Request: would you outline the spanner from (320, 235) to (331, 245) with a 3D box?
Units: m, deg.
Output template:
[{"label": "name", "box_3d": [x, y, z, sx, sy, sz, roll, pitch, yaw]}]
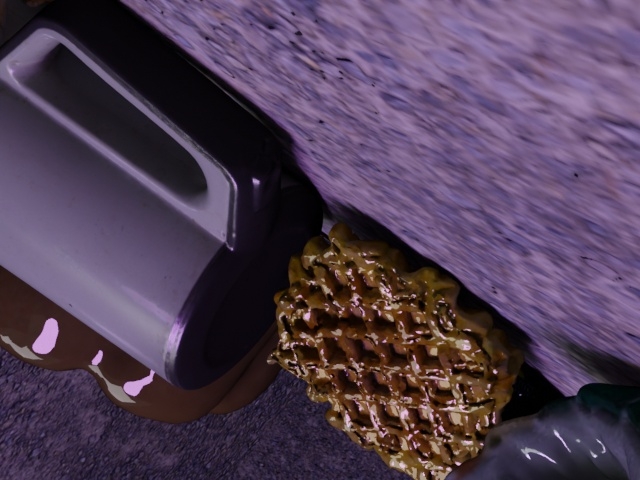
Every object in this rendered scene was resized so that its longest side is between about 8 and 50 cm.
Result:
[{"label": "spanner", "box_3d": [0.000, 0.000, 1.151, 0.302, 0.017, 0.071, 36, 173, 28]}]

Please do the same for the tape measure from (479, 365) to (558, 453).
[{"label": "tape measure", "box_3d": [0.152, 0.160, 1.019, 0.199, 0.112, 0.186, 41, 171, -31]}]

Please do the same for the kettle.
[{"label": "kettle", "box_3d": [-0.197, -0.080, 0.938, 0.377, 0.250, 0.361, 34, 144, 16]}]

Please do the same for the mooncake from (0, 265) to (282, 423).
[{"label": "mooncake", "box_3d": [-0.237, 0.044, 1.346, 0.467, 0.262, 0.467, 33, -173, -4]}]

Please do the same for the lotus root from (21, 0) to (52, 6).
[{"label": "lotus root", "box_3d": [-0.212, -0.206, 0.593, 0.113, 0.088, 0.192, 53, -176, 35]}]

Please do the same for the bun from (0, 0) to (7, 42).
[{"label": "bun", "box_3d": [-0.298, -0.186, 0.737, 0.141, 0.239, 0.239, 3, -178, -14]}]

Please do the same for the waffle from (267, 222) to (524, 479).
[{"label": "waffle", "box_3d": [0.060, 0.108, 0.914, 0.245, 0.052, 0.254, 35, 138, 16]}]

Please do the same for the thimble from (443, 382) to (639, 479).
[{"label": "thimble", "box_3d": [0.179, 0.243, 0.649, 0.167, 0.288, 0.254, 39, 142, -20]}]
